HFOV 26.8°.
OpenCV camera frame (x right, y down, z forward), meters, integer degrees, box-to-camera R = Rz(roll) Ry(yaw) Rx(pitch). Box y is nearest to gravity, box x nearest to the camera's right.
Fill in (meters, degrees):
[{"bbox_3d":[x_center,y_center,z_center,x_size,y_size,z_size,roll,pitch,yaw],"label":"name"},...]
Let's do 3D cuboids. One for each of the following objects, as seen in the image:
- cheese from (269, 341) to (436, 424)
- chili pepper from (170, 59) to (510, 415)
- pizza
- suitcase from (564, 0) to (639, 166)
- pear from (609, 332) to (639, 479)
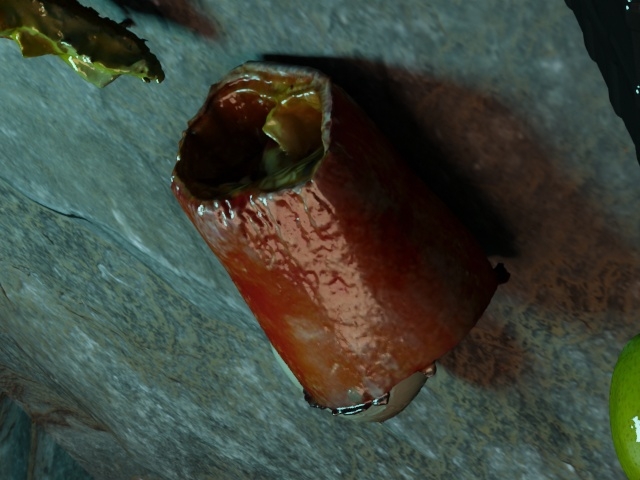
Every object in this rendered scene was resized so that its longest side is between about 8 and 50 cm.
[{"bbox_3d":[0.037,0.117,1.521,0.198,0.154,0.189,37,150,-2],"label":"cheese"},{"bbox_3d":[0.000,0.000,1.279,0.305,0.229,0.251,49,168,-27],"label":"chili pepper"},{"bbox_3d":[-0.288,-0.217,1.308,0.287,0.075,0.280,30,-167,0],"label":"pizza"},{"bbox_3d":[0.177,-0.191,0.762,0.066,0.206,0.285,-16,140,6],"label":"suitcase"},{"bbox_3d":[0.344,0.152,1.151,0.198,0.198,0.198,29,154,15],"label":"pear"}]
